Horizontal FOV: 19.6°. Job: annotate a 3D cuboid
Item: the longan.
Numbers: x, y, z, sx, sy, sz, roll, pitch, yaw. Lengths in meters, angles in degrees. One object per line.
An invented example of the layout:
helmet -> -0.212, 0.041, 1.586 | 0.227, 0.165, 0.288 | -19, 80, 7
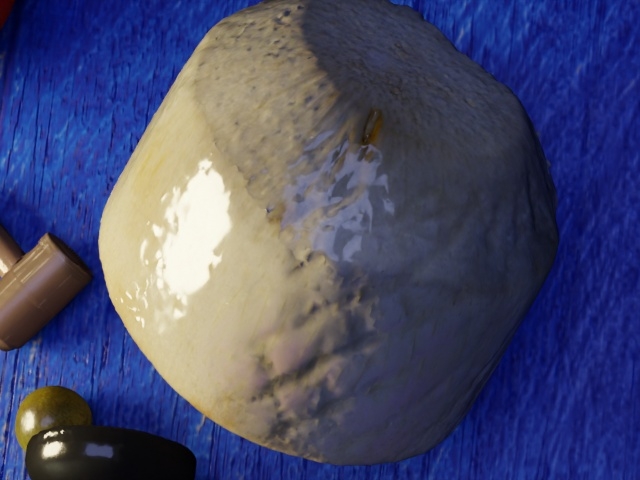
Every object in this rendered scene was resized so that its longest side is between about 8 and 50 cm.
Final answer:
longan -> -0.252, 0.179, 1.769 | 0.075, 0.075, 0.083 | -32, 113, 4

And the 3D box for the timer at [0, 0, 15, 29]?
timer -> -0.474, -0.300, 1.770 | 0.378, 0.279, 0.378 | -1, 84, 11

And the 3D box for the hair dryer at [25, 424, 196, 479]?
hair dryer -> -0.127, 0.308, 1.614 | 0.284, 0.156, 0.320 | -18, 60, 24

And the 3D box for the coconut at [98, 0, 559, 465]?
coconut -> 0.000, 0.000, 1.616 | 0.415, 0.344, 0.415 | 15, 110, 45

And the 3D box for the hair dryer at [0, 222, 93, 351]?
hair dryer -> -0.317, 0.011, 1.810 | 0.117, 0.064, 0.182 | -43, 69, 3
